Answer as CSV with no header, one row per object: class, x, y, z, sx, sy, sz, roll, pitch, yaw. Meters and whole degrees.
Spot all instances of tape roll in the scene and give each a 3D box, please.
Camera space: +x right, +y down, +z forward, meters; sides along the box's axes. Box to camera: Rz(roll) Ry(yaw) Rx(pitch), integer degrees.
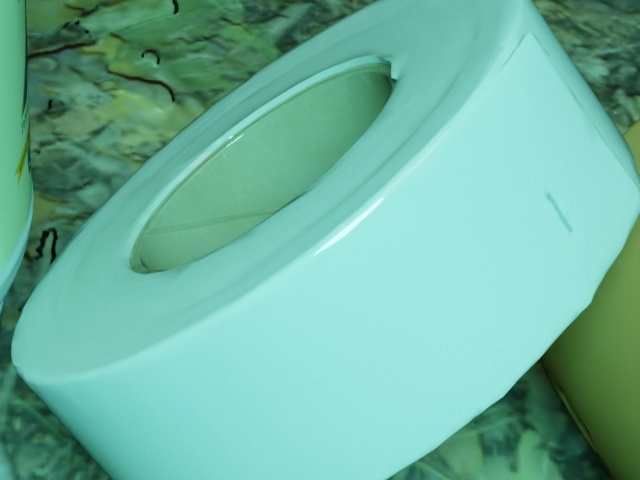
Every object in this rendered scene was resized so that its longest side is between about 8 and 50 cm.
tape roll,0.000,0.000,0.729,0.100,0.286,0.286,53,46,-19

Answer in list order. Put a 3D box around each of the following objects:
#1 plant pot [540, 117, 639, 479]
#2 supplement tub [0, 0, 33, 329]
plant pot,0.238,0.048,0.735,0.291,0.291,0.203,-18,35,-24
supplement tub,-0.249,-0.070,0.719,0.235,0.325,0.235,4,46,-4
